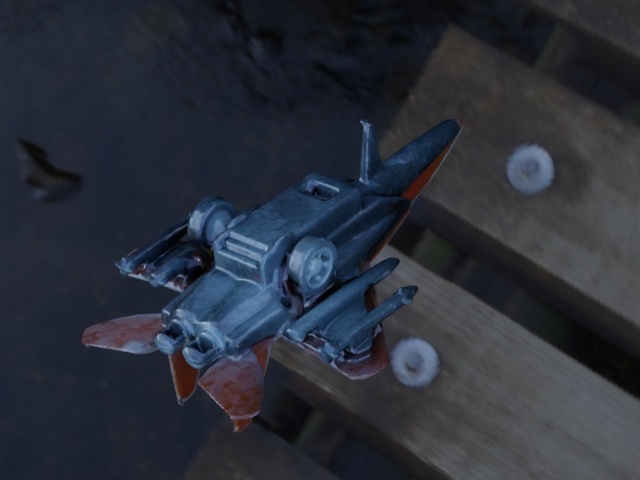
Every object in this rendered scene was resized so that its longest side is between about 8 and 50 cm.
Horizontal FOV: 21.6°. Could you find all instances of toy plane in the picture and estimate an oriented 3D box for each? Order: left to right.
[{"bbox_3d":[-0.002,-0.005,1.132,0.223,0.104,0.326,22,55,34],"label":"toy plane"}]
